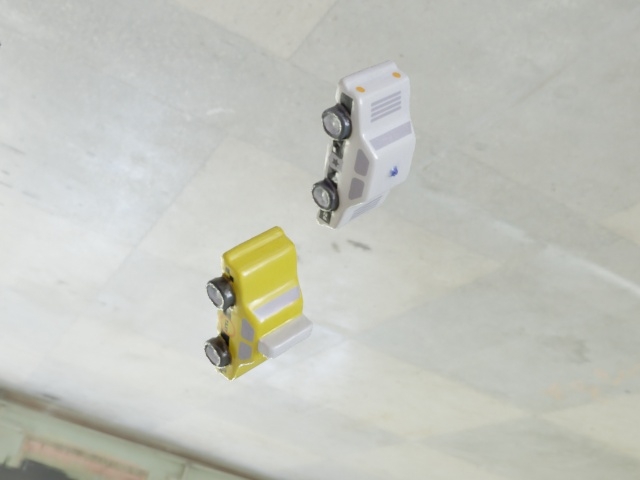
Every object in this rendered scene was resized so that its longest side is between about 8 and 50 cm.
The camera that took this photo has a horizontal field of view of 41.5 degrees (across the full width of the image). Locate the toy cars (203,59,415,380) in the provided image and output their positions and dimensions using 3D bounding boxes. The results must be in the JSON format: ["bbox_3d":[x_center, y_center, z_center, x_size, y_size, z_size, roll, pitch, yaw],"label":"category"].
[{"bbox_3d":[0.000,0.000,0.901,0.087,0.393,0.176,38,-173,29],"label":"toy cars"}]

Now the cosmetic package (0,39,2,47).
[{"bbox_3d":[-0.534,-0.207,0.937,0.310,0.160,0.113,15,175,-17],"label":"cosmetic package"}]
